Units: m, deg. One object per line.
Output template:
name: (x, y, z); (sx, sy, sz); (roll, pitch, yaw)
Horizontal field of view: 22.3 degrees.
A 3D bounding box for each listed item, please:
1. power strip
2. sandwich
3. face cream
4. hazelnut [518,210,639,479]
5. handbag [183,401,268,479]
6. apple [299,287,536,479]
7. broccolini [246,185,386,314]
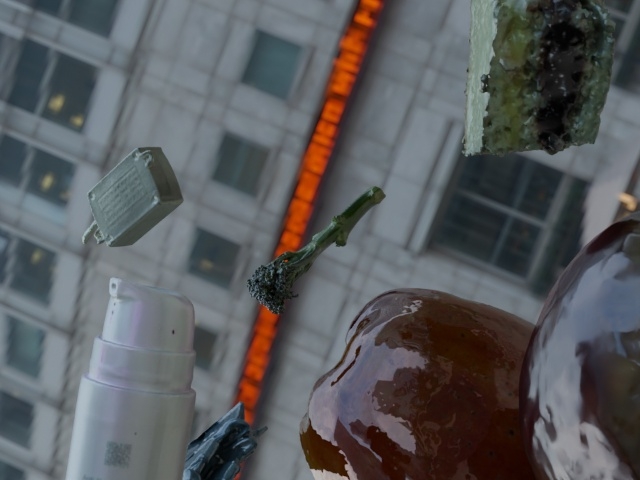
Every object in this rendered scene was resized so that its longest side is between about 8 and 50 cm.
power strip: (-0.224, -0.038, 1.844); (0.042, 0.075, 0.175); (-7, -23, -49)
sandwich: (0.224, -0.229, 1.689); (0.262, 0.131, 0.325); (96, 179, -62)
face cream: (-0.168, 0.206, 1.378); (0.102, 0.102, 0.346); (2, -81, -76)
hazelnut: (0.379, 0.159, 1.441); (0.421, 0.420, 0.353); (89, -172, -61)
handbag: (-0.154, 0.283, 1.799); (0.179, 0.062, 0.229); (-40, 6, 28)
apple: (0.163, 0.223, 1.758); (0.295, 0.365, 0.329); (-56, -1, 6)
broccolini: (-0.002, -0.002, 1.934); (0.216, 0.067, 0.058); (-44, -56, -22)
